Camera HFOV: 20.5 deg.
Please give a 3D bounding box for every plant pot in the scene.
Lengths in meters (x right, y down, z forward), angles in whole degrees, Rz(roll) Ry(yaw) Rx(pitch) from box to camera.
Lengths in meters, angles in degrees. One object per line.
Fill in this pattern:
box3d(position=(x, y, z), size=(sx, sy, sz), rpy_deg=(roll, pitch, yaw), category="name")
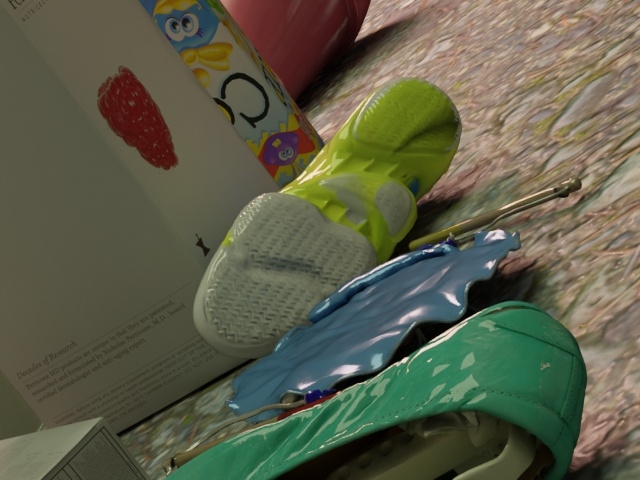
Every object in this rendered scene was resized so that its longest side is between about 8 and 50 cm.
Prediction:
box3d(position=(-0.066, -0.215, 1.775), size=(0.201, 0.201, 0.180), rpy_deg=(-23, 36, 44), category="plant pot")

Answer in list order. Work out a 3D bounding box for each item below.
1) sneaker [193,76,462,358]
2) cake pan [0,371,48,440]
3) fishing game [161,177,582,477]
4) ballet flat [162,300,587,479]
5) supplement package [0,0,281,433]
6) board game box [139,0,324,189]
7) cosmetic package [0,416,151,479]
box3d(position=(0.000, 0.000, 1.152), size=(0.240, 0.091, 0.126), rpy_deg=(-44, -3, -26), category="sneaker")
box3d(position=(-0.314, 0.073, 1.293), size=(0.293, 0.293, 0.054), rpy_deg=(-46, -14, -33), category="cake pan")
box3d(position=(0.031, 0.052, 0.964), size=(0.189, 0.041, 0.264), rpy_deg=(-24, 11, 40), category="fishing game")
box3d(position=(0.005, 0.113, 0.750), size=(0.247, 0.083, 0.087), rpy_deg=(-33, 28, 23), category="ballet flat")
box3d(position=(-0.168, -0.039, 1.201), size=(0.175, 0.293, 0.177), rpy_deg=(-31, 16, 24), category="supplement package")
box3d(position=(-0.131, -0.143, 1.481), size=(0.142, 0.275, 0.144), rpy_deg=(-35, 14, 5), category="board game box")
box3d(position=(-0.206, 0.174, 1.087), size=(0.099, 0.060, 0.239), rpy_deg=(-44, 15, -35), category="cosmetic package")
